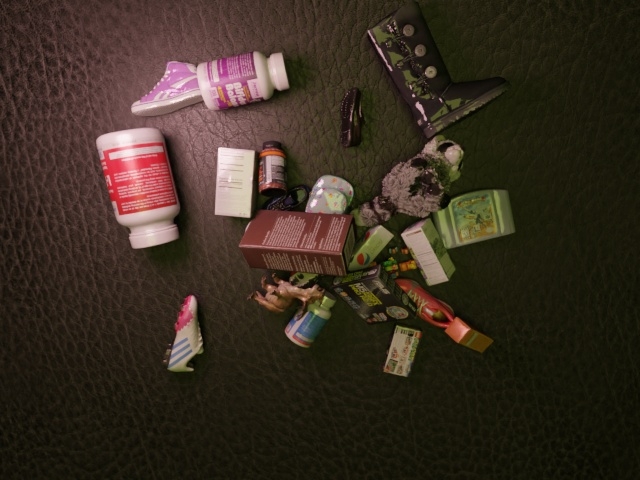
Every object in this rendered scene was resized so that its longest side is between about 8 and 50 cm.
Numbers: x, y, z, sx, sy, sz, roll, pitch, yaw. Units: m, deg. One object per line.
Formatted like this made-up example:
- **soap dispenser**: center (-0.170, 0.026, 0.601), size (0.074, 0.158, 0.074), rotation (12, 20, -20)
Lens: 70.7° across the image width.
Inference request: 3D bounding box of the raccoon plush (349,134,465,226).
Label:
- **raccoon plush**: center (0.325, -0.239, 1.688), size (0.447, 0.299, 0.216), rotation (-10, 119, 34)

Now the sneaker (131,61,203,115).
- **sneaker**: center (-0.569, -0.560, 1.654), size (0.283, 0.102, 0.160), rotation (-18, 92, -3)

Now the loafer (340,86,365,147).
- **loafer**: center (0.124, -0.453, 1.675), size (0.079, 0.080, 0.219), rotation (1, 101, -33)

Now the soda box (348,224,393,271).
- **soda box**: center (0.181, 0.033, 1.748), size (0.074, 0.069, 0.216), rotation (37, 99, -18)

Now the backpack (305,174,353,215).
- **backpack**: center (0.039, -0.152, 1.689), size (0.166, 0.144, 0.188), rotation (19, 95, 3)

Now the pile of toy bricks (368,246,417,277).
- **pile of toy bricks**: center (0.271, 0.098, 1.745), size (0.213, 0.105, 0.117), rotation (-16, 99, 3)

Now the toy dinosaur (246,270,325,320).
- **toy dinosaur**: center (-0.144, 0.228, 1.714), size (0.296, 0.127, 0.200), rotation (-22, 122, 43)

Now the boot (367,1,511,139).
- **boot**: center (0.422, -0.640, 1.609), size (0.367, 0.146, 0.444), rotation (-30, 88, -6)

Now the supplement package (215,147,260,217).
- **supplement package**: center (-0.307, -0.217, 1.682), size (0.134, 0.139, 0.243), rotation (5, 98, 0)

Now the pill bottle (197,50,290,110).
- **pill bottle**: center (-0.267, -0.572, 1.603), size (0.302, 0.169, 0.169), rotation (-11, 100, 3)

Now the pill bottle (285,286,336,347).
- **pill bottle**: center (-0.033, 0.300, 1.776), size (0.124, 0.124, 0.221), rotation (33, 99, -5)

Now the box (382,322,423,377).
- **box**: center (0.334, 0.449, 1.841), size (0.114, 0.036, 0.206), rotation (14, 100, -2)

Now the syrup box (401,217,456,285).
- **syrup box**: center (0.414, 0.044, 1.724), size (0.096, 0.093, 0.236), rotation (-23, 101, 42)

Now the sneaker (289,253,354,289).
- **sneaker**: center (-0.005, 0.084, 1.738), size (0.279, 0.118, 0.107), rotation (-27, 123, 14)

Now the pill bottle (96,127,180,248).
- **pill bottle**: center (-0.647, -0.188, 1.645), size (0.229, 0.229, 0.407), rotation (-10, 99, 3)

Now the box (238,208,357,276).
- **box**: center (-0.075, 0.006, 1.624), size (0.382, 0.191, 0.143), rotation (6, 140, 17)

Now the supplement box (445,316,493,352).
- **supplement box**: center (0.577, 0.368, 1.740), size (0.234, 0.078, 0.080), rotation (26, 103, -43)

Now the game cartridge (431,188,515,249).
- **game cartridge**: center (0.585, -0.091, 1.736), size (0.298, 0.062, 0.197), rotation (-15, 104, 3)

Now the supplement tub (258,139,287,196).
- **supplement tub**: center (-0.177, -0.267, 1.668), size (0.106, 0.106, 0.197), rotation (-4, 74, 1)

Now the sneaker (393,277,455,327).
- **sneaker**: center (0.399, 0.243, 1.754), size (0.314, 0.136, 0.115), rotation (28, 98, -4)

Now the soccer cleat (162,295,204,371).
- **soccer cleat**: center (-0.526, 0.378, 1.816), size (0.143, 0.116, 0.330), rotation (17, 102, -18)

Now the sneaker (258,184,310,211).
- **sneaker**: center (-0.144, -0.143, 1.716), size (0.232, 0.090, 0.081), rotation (-31, 98, 6)

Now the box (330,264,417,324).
- **box**: center (0.201, 0.211, 1.688), size (0.216, 0.060, 0.270), rotation (-16, 130, 38)
